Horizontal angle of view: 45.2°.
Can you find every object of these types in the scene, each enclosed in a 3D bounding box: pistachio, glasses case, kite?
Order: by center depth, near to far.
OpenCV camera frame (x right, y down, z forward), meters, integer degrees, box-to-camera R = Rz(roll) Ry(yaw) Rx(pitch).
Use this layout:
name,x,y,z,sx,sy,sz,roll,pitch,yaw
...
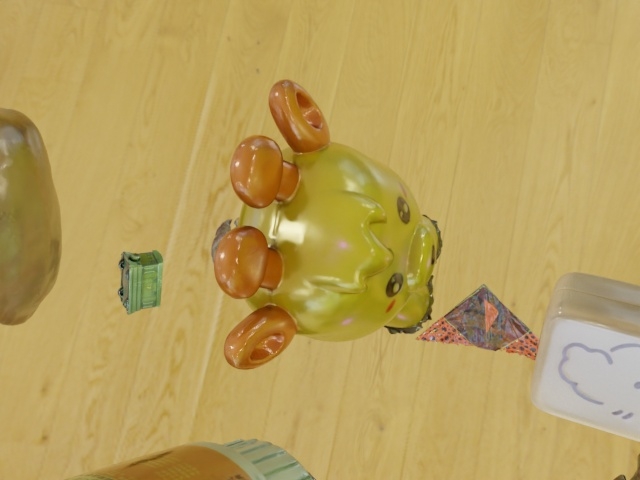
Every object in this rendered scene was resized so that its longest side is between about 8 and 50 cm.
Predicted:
name,x,y,z,sx,sy,sz,roll,pitch,yaw
glasses case,0.377,0.137,0.723,0.337,0.144,0.076,13,38,21
pistachio,-0.370,-0.022,0.854,0.163,0.213,0.260,-3,106,18
kite,0.233,0.112,1.093,0.222,0.125,0.008,6,33,24

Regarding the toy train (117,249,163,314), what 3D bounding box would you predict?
name,x,y,z,sx,sy,sz,roll,pitch,yaw
toy train,-0.241,0.055,1.034,0.056,0.093,0.038,-8,37,-28

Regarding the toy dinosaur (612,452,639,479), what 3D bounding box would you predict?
name,x,y,z,sx,sy,sz,roll,pitch,yaw
toy dinosaur,0.207,0.269,0.468,0.113,0.206,0.327,14,96,2

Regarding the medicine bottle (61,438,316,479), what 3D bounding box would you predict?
name,x,y,z,sx,sy,sz,roll,pitch,yaw
medicine bottle,-0.136,0.224,0.480,0.158,0.318,0.158,-1,89,35

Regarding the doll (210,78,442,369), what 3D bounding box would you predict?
name,x,y,z,sx,sy,sz,roll,pitch,yaw
doll,0.000,0.000,0.441,0.136,0.221,0.142,10,87,23
